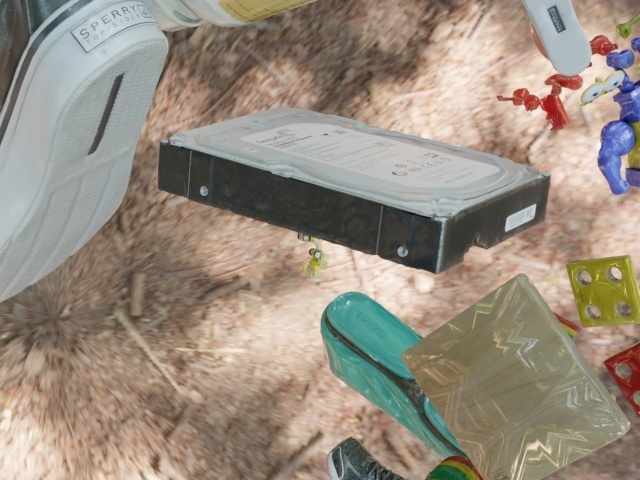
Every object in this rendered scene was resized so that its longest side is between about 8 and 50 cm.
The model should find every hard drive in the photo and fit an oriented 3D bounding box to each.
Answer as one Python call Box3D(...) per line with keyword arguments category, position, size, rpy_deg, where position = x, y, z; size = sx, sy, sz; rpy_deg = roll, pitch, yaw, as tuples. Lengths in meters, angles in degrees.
Box3D(category="hard drive", position=(0.034, -0.063, 1.434), size=(0.339, 0.237, 0.064), rpy_deg=(17, 112, 31))

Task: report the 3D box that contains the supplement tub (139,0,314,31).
Box3D(category="supplement tub", position=(-0.029, -0.221, 0.895), size=(0.200, 0.144, 0.144), rpy_deg=(-15, 90, 22))

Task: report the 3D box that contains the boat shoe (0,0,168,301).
Box3D(category="boat shoe", position=(-0.190, -0.072, 0.894), size=(0.121, 0.335, 0.119), rpy_deg=(-29, 76, -39))

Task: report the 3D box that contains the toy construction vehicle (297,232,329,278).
Box3D(category="toy construction vehicle", position=(0.000, 0.000, 1.815), size=(0.035, 0.086, 0.098), rpy_deg=(8, 93, -22))

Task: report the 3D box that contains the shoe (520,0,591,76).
Box3D(category="shoe", position=(0.251, -0.273, 1.573), size=(0.064, 0.081, 0.178), rpy_deg=(-23, 109, 2))

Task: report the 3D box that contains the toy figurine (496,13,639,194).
Box3D(category="toy figurine", position=(0.431, -0.161, 1.781), size=(0.363, 0.191, 0.217), rpy_deg=(-31, 106, -22))

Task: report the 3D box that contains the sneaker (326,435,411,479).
Box3D(category="sneaker", position=(0.086, 0.300, 1.667), size=(0.178, 0.077, 0.072), rpy_deg=(50, 41, -13))

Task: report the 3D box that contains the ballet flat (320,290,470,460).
Box3D(category="ballet flat", position=(0.097, 0.138, 1.213), size=(0.083, 0.087, 0.247), rpy_deg=(-37, 58, -26))

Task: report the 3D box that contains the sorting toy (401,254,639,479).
Box3D(category="sorting toy", position=(0.152, 0.098, 1.015), size=(0.046, 0.274, 0.132), rpy_deg=(-28, 82, -47))
